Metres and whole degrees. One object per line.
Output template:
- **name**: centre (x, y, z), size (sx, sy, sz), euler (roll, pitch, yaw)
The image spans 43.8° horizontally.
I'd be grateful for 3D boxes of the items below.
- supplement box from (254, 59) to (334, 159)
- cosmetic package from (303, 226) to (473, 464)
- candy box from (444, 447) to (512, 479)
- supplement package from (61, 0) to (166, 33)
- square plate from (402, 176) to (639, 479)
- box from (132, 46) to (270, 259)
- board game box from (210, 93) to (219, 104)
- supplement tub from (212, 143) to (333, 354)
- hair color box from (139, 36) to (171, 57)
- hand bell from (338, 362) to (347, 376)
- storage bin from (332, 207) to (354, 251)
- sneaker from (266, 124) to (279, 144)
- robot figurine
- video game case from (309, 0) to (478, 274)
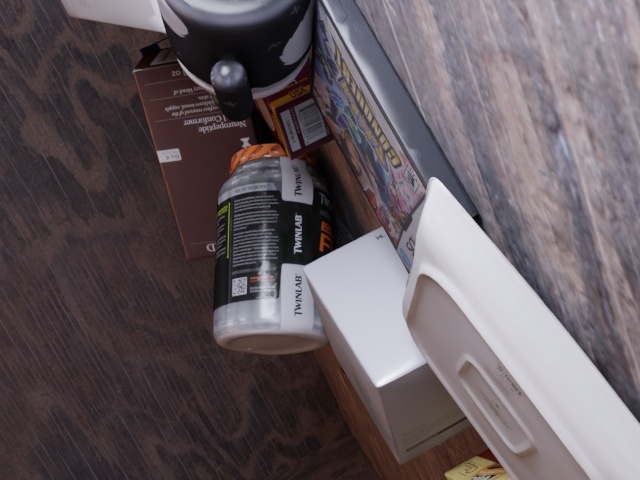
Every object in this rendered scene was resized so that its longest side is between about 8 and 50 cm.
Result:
- **supplement box**: centre (-0.056, -0.218, 1.116), size (0.188, 0.081, 0.104), euler (58, 171, 38)
- **cosmetic package**: centre (0.099, 0.146, 1.102), size (0.224, 0.138, 0.225), euler (56, 168, 41)
- **candy box**: centre (0.282, 0.424, 0.989), size (0.316, 0.087, 0.183), euler (62, 172, 6)
- **supplement package**: centre (-0.262, -0.423, 1.127), size (0.293, 0.175, 0.177), euler (23, 144, 44)
- **square plate**: centre (0.180, 0.144, 0.759), size (0.347, 0.049, 0.344), euler (54, 171, 18)
- **box**: centre (-0.194, -0.166, 1.469), size (0.143, 0.191, 0.381), euler (-85, -15, -60)
- **board game box**: centre (-0.136, -0.294, 1.258), size (0.186, 0.126, 0.026), euler (72, -159, -49)
- **supplement tub**: centre (-0.075, 0.016, 1.296), size (0.193, 0.193, 0.316), euler (87, -178, -72)
- **hair color box**: centre (-0.263, -0.309, 1.837), size (0.105, 0.174, 0.347), euler (55, 168, 51)
- **hand bell**: centre (0.077, 0.141, 1.453), size (0.242, 0.126, 0.126), euler (-105, -7, -63)
- **storage bin**: centre (0.000, 0.000, 1.464), size (0.180, 0.084, 0.122), euler (59, 171, 34)
- **sneaker**: centre (-0.122, -0.246, 1.540), size (0.118, 0.083, 0.222), euler (42, 161, 36)
- **robot figurine**: centre (-0.085, -0.262, 0.854), size (0.173, 0.209, 0.278), euler (41, 167, 9)
- **video game case**: centre (0.064, -0.106, 0.868), size (0.275, 0.035, 0.248), euler (62, 172, 11)
